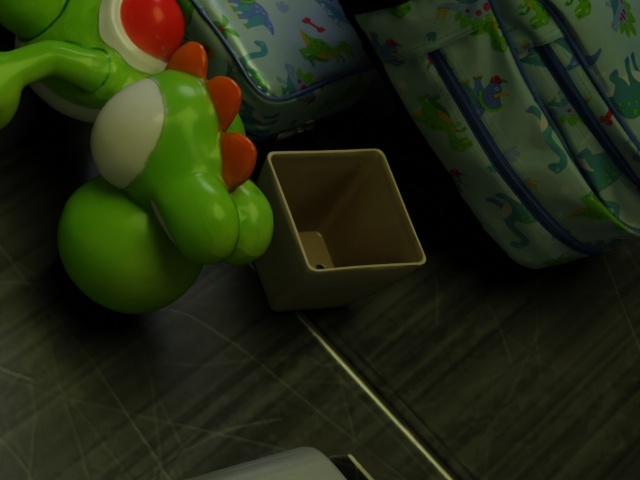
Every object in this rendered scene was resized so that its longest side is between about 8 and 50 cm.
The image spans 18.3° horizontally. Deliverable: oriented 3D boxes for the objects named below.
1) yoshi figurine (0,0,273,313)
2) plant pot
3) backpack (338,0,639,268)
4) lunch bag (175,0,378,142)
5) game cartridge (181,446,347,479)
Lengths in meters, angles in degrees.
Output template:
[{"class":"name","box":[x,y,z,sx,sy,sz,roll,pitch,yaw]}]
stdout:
[{"class":"yoshi figurine","box":[-0.174,-0.088,1.493,0.203,0.203,0.362,-23,58,-19]},{"class":"plant pot","box":[0.000,0.000,1.570,0.109,0.096,0.109,-3,59,-33]},{"class":"backpack","box":[0.175,-0.146,1.650,0.290,0.273,0.355,-66,142,-60]},{"class":"lunch bag","box":[-0.055,-0.194,1.682,0.176,0.090,0.219,-25,73,-39]},{"class":"game cartridge","box":[-0.009,0.288,1.390,0.196,0.060,0.294,-10,64,-39]}]
